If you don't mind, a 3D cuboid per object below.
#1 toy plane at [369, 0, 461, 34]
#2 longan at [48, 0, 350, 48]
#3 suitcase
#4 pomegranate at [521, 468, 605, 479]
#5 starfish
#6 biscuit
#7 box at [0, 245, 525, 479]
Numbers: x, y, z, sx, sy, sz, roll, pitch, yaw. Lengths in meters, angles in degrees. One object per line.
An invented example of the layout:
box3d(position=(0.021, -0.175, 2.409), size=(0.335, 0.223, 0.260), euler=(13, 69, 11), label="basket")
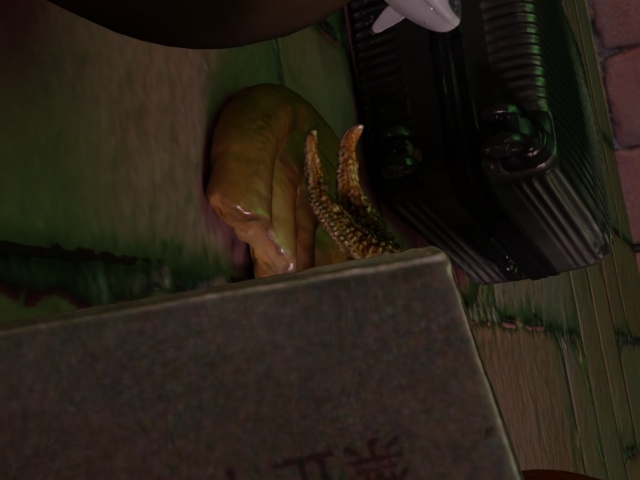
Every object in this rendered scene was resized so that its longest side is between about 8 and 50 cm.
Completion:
box3d(position=(0.020, -0.188, 0.915), size=(0.171, 0.065, 0.162), euler=(55, 24, -13), label="toy plane")
box3d(position=(-0.044, -0.157, 0.482), size=(0.220, 0.197, 0.196), euler=(-15, 92, -80), label="longan")
box3d(position=(0.118, -0.090, 1.081), size=(0.312, 0.128, 0.202), euler=(39, 42, -66), label="suitcase")
box3d(position=(0.098, 0.207, 0.685), size=(0.257, 0.221, 0.221), euler=(-167, -117, -79), label="pomegranate")
box3d(position=(0.020, 0.025, 0.718), size=(0.130, 0.041, 0.133), euler=(-69, 142, -55), label="starfish")
box3d(position=(0.001, 0.000, 0.798), size=(0.224, 0.033, 0.144), euler=(61, 23, -46), label="biscuit")
box3d(position=(-0.014, 0.166, 0.290), size=(0.047, 0.180, 0.324), euler=(118, -40, -61), label="box")
